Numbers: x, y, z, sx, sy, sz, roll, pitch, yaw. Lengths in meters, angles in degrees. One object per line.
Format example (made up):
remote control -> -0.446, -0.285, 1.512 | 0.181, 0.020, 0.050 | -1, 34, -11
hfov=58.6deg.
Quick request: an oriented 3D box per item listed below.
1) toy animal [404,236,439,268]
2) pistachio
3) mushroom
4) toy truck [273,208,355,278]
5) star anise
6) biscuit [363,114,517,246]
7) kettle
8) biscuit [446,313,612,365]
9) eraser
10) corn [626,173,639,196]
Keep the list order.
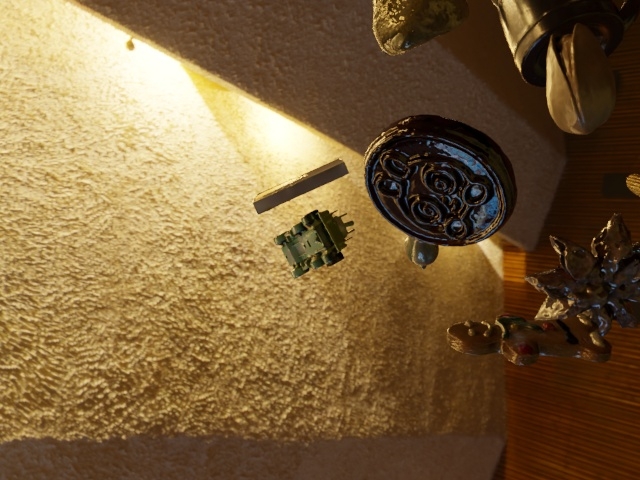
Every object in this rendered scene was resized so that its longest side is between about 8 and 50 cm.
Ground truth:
toy animal -> 0.341, -0.022, 1.886 | 0.125, 0.127, 0.251 | -33, -32, -14
pistachio -> 0.513, -0.319, 1.138 | 0.136, 0.136, 0.225 | 2, -101, -46
mushroom -> 0.247, -0.682, 1.678 | 0.212, 0.292, 0.217 | -47, -62, -30
toy truck -> -0.004, 0.002, 1.381 | 0.135, 0.259, 0.128 | -28, -91, -32
star anise -> 0.623, 0.100, 1.271 | 0.117, 0.332, 0.331 | -76, -31, -62
biscuit -> 0.297, -0.136, 1.475 | 0.407, 0.408, 0.091 | 57, -132, -33
kettle -> 0.562, -0.566, 1.317 | 0.228, 0.321, 0.324 | 59, -164, -64
biscuit -> 0.402, 0.185, 1.118 | 0.197, 0.302, 0.049 | -54, -38, -76
eraser -> -0.030, -0.086, 0.880 | 0.150, 0.104, 0.023 | -24, -79, 3
corn -> 0.551, -0.089, 0.967 | 0.092, 0.037, 0.037 | -88, -17, -68
